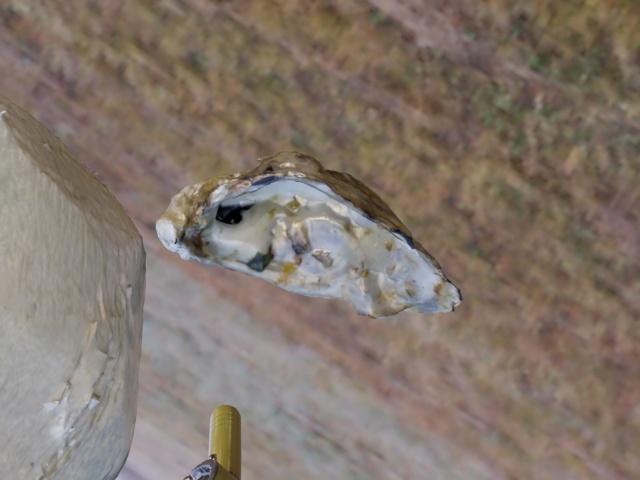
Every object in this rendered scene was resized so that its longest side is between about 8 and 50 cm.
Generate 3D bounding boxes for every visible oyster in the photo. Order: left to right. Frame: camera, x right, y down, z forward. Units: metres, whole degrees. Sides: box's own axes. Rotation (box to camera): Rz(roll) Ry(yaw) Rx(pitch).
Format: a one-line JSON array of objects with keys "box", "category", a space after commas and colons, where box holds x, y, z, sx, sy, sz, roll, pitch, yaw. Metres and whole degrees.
[{"box": [-0.002, 0.002, 1.473, 0.294, 0.166, 0.094, 28, -149, -11], "category": "oyster"}]

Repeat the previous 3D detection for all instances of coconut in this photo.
[{"box": [-0.286, 0.052, 0.988, 0.346, 0.360, 0.346, -1, 142, -1], "category": "coconut"}]

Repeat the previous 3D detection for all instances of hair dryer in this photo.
[{"box": [-0.106, 0.289, 1.811, 0.135, 0.090, 0.279, 41, -164, -17], "category": "hair dryer"}]
